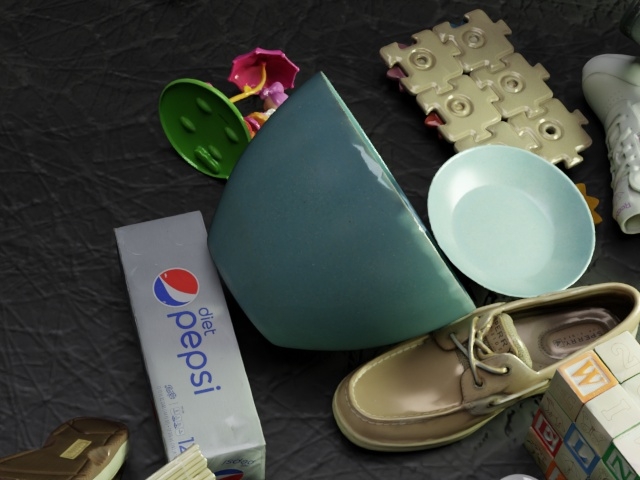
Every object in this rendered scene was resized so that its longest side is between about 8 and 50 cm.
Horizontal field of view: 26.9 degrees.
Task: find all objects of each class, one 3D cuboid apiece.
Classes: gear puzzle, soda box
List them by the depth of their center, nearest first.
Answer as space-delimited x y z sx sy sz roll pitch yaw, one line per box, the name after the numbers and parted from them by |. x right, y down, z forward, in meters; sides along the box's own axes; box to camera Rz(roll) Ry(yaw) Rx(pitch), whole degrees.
-0.135 0.114 1.371 0.098 0.091 0.286 -12 58 -11 | soda box
0.224 -0.130 1.603 0.175 0.044 0.339 -25 65 -22 | gear puzzle

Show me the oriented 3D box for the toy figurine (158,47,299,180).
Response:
-0.074 -0.152 1.557 0.173 0.130 0.159 46 52 -2 | toy figurine

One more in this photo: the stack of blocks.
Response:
0.326 0.256 1.271 0.087 0.171 0.297 -24 62 -20 | stack of blocks

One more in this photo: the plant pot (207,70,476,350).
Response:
0.000 0.000 1.377 0.195 0.290 0.290 -33 62 5 | plant pot

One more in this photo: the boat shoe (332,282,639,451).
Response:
0.173 0.117 1.386 0.341 0.110 0.121 -18 60 -17 | boat shoe

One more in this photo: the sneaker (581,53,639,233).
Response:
0.381 -0.096 1.546 0.152 0.114 0.305 -22 61 -20 | sneaker

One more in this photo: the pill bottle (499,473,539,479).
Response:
0.181 0.275 1.277 0.065 0.116 0.065 2 56 -3 | pill bottle

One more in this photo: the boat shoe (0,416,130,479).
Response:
-0.242 0.240 1.206 0.095 0.095 0.257 11 12 18 | boat shoe

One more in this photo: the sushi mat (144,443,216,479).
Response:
-0.201 0.331 1.204 0.316 0.151 0.019 -35 21 -24 | sushi mat

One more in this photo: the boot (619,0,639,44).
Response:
0.486 -0.200 1.526 0.222 0.118 0.338 48 22 26 | boot

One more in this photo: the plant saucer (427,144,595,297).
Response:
0.206 -0.016 1.481 0.195 0.037 0.195 7 60 -12 | plant saucer
